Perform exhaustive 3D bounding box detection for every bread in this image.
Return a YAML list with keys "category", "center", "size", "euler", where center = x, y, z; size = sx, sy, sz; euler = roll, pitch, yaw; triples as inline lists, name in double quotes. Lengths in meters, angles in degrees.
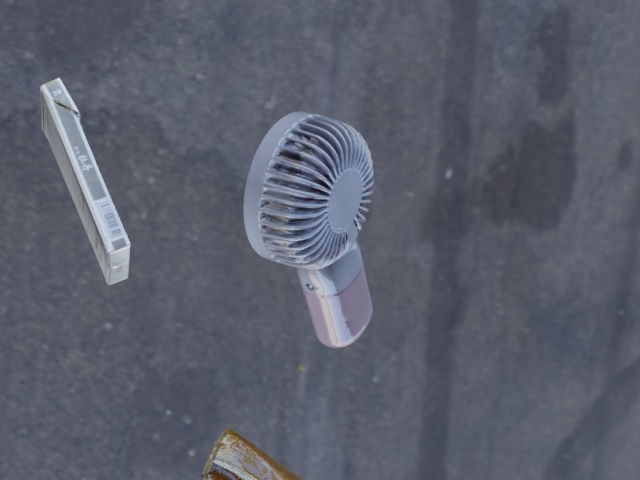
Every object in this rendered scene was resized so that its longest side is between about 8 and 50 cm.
- category: "bread"
  center: [-0.043, 0.172, 0.992]
  size: [0.036, 0.083, 0.047]
  euler: [-47, -169, 41]

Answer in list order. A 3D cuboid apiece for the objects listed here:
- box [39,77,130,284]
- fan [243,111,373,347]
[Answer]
- category: "box"
  center: [-0.244, -0.060, 1.446]
  size: [0.029, 0.198, 0.109]
  euler: [-20, 165, -16]
- category: "fan"
  center: [0.000, 0.000, 1.210]
  size: [0.130, 0.074, 0.244]
  euler: [-53, 145, -35]
